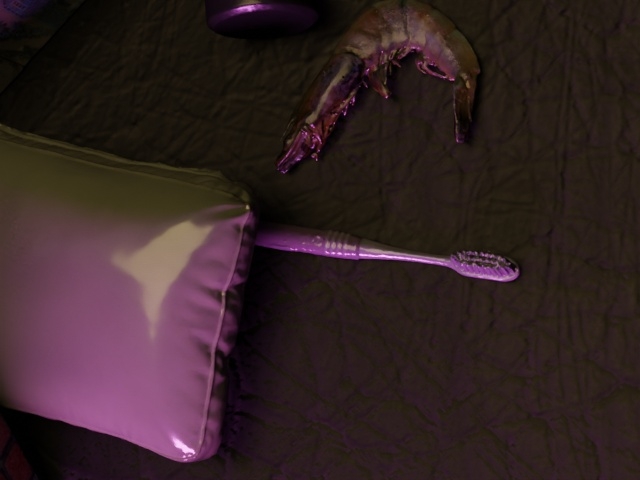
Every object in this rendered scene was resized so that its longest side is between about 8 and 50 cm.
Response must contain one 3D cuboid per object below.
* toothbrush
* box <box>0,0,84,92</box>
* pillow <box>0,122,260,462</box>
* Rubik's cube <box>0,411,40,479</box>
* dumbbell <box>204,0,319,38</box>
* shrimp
[{"bbox_3d":[0.000,0.000,1.524,0.354,0.029,0.024,8,76,21],"label":"toothbrush"},{"bbox_3d":[-0.289,-0.231,1.586,0.256,0.164,0.069,-46,72,9],"label":"box"},{"bbox_3d":[-0.212,0.040,1.543,0.322,0.120,0.255,13,96,23],"label":"pillow"},{"bbox_3d":[-0.400,0.237,1.489,0.237,0.237,0.238,-16,114,17],"label":"Rubik's cube"},{"bbox_3d":[-0.057,-0.279,1.543,0.100,0.100,0.191,-7,80,19],"label":"dumbbell"},{"bbox_3d":[0.056,-0.110,1.519,0.148,0.035,0.195,39,96,18],"label":"shrimp"}]
